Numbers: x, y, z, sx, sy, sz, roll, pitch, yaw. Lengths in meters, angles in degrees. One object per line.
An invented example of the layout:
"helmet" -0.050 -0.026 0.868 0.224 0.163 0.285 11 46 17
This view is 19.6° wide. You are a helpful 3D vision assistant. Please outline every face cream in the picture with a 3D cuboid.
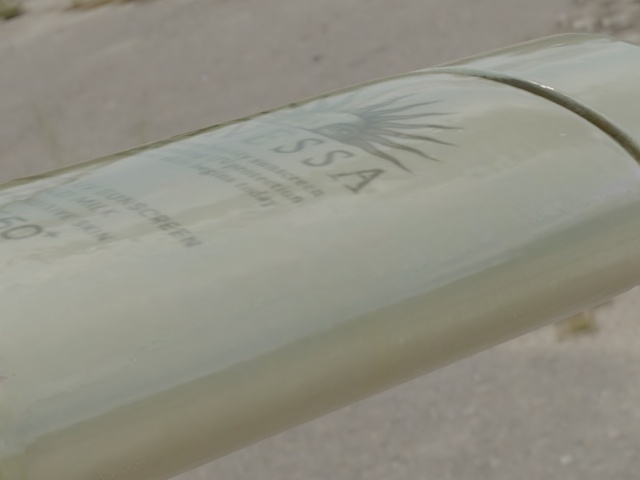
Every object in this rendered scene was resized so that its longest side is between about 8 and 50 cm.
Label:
"face cream" 0.000 0.000 0.620 0.348 0.081 0.173 -18 24 -35
